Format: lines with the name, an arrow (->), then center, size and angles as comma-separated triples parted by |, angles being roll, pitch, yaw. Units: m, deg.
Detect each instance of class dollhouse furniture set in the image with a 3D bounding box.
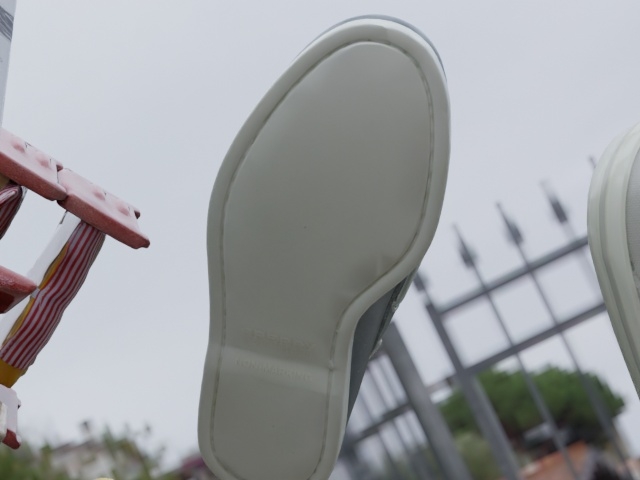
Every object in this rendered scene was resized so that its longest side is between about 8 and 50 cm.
dollhouse furniture set -> -0.234, 0.064, 1.427 | 0.201, 0.152, 0.374 | -56, 15, 8

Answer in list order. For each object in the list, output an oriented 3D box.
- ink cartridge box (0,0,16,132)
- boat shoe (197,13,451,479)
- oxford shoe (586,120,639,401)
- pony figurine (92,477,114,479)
ink cartridge box -> -0.260, -0.086, 0.965 | 0.197, 0.272, 0.114 | -17, -40, 21
boat shoe -> 0.000, 0.000, 1.081 | 0.099, 0.116, 0.319 | -70, -4, -53
oxford shoe -> 0.276, 0.134, 1.033 | 0.130, 0.449, 0.169 | -6, 24, 48
pony figurine -> -0.105, 0.345, 1.455 | 0.303, 0.351, 0.363 | 10, -6, -20
